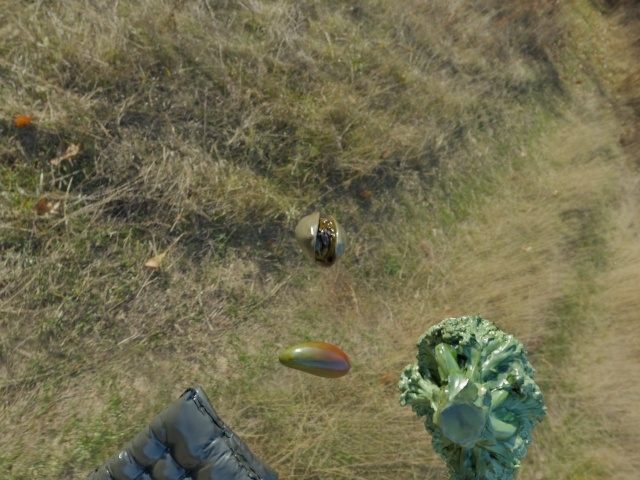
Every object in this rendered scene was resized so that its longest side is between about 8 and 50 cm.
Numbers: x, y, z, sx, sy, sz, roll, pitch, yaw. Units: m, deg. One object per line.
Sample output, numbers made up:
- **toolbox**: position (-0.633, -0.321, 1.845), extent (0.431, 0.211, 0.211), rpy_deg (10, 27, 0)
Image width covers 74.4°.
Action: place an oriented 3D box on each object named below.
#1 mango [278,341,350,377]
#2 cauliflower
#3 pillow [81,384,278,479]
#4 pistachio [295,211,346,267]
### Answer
- **mango**: position (-0.010, 0.446, 1.582), extent (0.289, 0.146, 0.129), rpy_deg (20, 76, -40)
- **cauliflower**: position (0.269, 0.284, 0.765), extent (0.275, 0.272, 0.250), rpy_deg (43, 10, 25)
- **pillow**: position (-0.260, 0.432, 0.728), extent (0.228, 0.326, 0.101), rpy_deg (49, 5, 3)
- **pistachio**: position (0.000, 0.000, 1.049), extent (0.129, 0.131, 0.206), rpy_deg (7, 15, -6)
